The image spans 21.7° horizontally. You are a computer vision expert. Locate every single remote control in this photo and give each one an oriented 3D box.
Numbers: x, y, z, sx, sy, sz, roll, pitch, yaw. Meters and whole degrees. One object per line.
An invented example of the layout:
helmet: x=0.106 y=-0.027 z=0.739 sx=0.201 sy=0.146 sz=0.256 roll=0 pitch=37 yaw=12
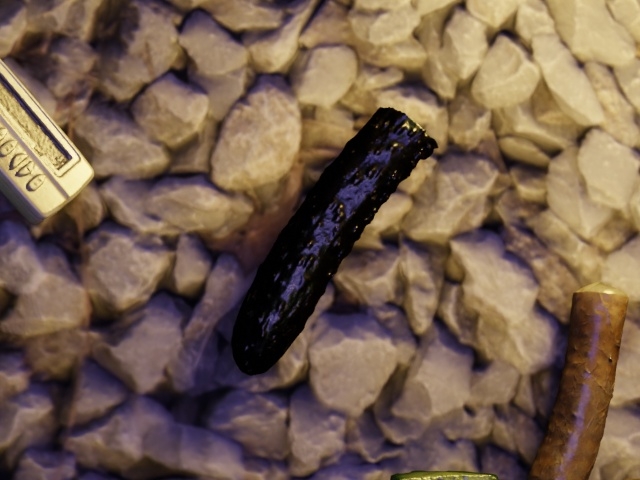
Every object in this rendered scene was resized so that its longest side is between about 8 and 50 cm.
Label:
remote control: x=-0.325 y=-0.122 z=1.638 sx=0.230 sy=0.049 sz=0.090 roll=50 pitch=47 yaw=-7

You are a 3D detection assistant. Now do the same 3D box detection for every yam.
yam: x=0.252 y=0.185 z=1.668 sx=0.066 sy=0.066 sz=0.300 roll=17 pitch=78 yaw=-3

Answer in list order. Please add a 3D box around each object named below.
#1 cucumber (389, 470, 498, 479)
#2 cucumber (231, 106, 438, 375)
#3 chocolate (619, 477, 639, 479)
cucumber: x=0.116 y=0.283 z=1.636 sx=0.116 sy=0.062 sz=0.115 roll=0 pitch=82 yaw=-24
cucumber: x=0.000 y=0.000 z=1.665 sx=0.081 sy=0.072 sz=0.303 roll=37 pitch=79 yaw=0
chocolate: x=0.384 y=0.315 z=1.649 sx=0.261 sy=0.083 sz=0.161 roll=2 pitch=79 yaw=-5
